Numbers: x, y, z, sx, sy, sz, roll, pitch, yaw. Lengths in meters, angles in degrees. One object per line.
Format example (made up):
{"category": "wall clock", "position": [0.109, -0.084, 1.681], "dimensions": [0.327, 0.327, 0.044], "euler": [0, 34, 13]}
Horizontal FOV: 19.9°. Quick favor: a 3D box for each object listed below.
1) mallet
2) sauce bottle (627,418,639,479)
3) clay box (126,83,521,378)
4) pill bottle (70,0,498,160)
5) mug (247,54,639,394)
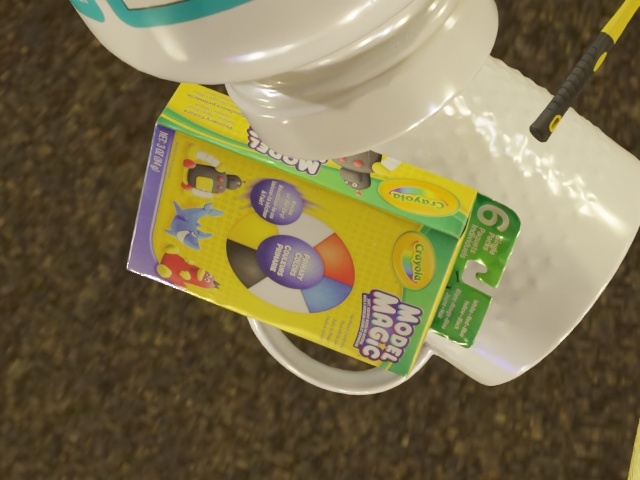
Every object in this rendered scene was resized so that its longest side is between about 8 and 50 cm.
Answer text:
{"category": "mallet", "position": [0.203, -0.153, 1.279], "dimensions": [0.039, 0.190, 0.062], "euler": [29, 161, 35]}
{"category": "sauce bottle", "position": [0.117, 0.046, 0.372], "dimensions": [0.111, 0.111, 0.344], "euler": [6, 146, 9]}
{"category": "clay box", "position": [0.000, 0.000, 1.112], "dimensions": [0.222, 0.053, 0.127], "euler": [21, 133, 5]}
{"category": "pill bottle", "position": [-0.040, -0.148, 0.538], "dimensions": [0.146, 0.146, 0.264], "euler": [-18, 128, 18]}
{"category": "mug", "position": [0.081, -0.020, 1.803], "dimensions": [0.328, 0.276, 0.374], "euler": [35, 93, -12]}
